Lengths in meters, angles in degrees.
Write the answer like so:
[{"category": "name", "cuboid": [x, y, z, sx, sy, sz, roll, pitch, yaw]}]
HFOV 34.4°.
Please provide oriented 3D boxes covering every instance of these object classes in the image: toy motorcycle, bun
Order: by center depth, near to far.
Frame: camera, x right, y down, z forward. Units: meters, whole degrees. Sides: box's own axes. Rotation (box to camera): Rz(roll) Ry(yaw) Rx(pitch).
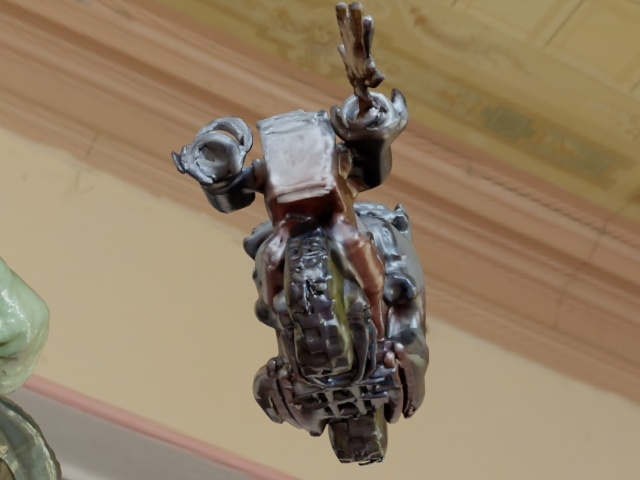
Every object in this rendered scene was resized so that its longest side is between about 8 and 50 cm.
[{"category": "toy motorcycle", "cuboid": [0.000, 0.000, 0.650, 0.134, 0.207, 0.401, -10, -27, 5]}, {"category": "bun", "cuboid": [-0.378, 0.089, 1.016, 0.204, 0.126, 0.212, -29, -60, 34]}]

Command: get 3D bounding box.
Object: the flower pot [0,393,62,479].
[{"category": "flower pot", "cuboid": [-0.313, 0.180, 0.631, 0.302, 0.213, 0.301, 4, -61, 8]}]
